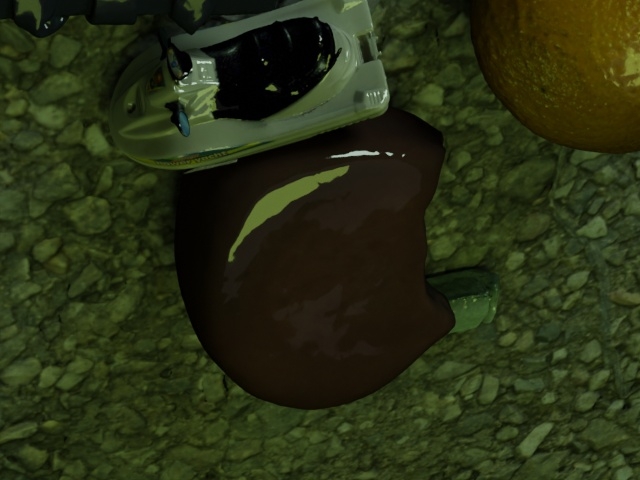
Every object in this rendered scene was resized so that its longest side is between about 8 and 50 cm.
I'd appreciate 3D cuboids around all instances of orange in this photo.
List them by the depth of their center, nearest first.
[{"bbox_3d":[0.279,-0.217,1.440,0.274,0.274,0.274,-12,134,-13],"label":"orange"}]

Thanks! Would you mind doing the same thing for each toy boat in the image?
[{"bbox_3d":[-0.074,-0.149,1.410,0.269,0.141,0.141,-12,135,0],"label":"toy boat"}]

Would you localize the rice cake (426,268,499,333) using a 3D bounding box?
[{"bbox_3d":[0.056,0.091,1.767,0.336,0.063,0.066,-8,136,-17],"label":"rice cake"}]

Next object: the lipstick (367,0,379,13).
[{"bbox_3d":[0.031,-0.234,1.465,0.048,0.048,0.158,13,124,-32],"label":"lipstick"}]

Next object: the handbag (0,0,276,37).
[{"bbox_3d":[-0.166,-0.322,1.245,0.303,0.122,0.329,-6,133,-22],"label":"handbag"}]

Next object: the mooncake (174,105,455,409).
[{"bbox_3d":[0.000,0.000,1.570,0.334,0.174,0.326,-41,124,4],"label":"mooncake"}]
